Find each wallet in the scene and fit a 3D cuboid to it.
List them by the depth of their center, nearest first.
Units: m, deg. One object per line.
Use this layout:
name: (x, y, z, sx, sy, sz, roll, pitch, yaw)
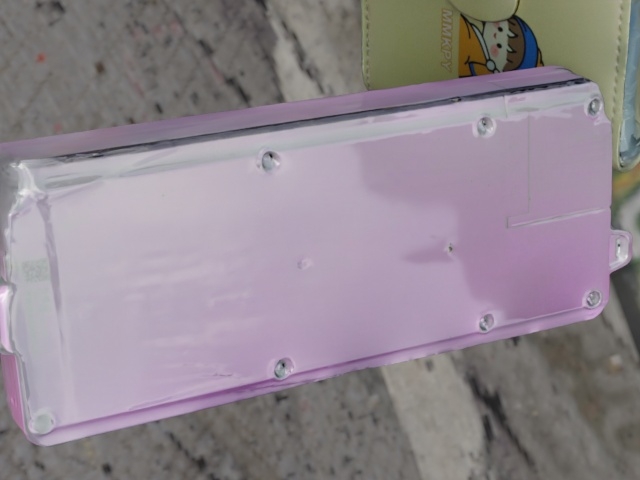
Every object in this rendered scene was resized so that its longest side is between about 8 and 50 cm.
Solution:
wallet: (0.084, -0.103, 0.640, 0.039, 0.155, 0.110, -31, 129, -37)

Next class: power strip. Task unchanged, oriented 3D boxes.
power strip: (0.000, 0.000, 0.543, 0.279, 0.037, 0.109, -11, 109, -23)
